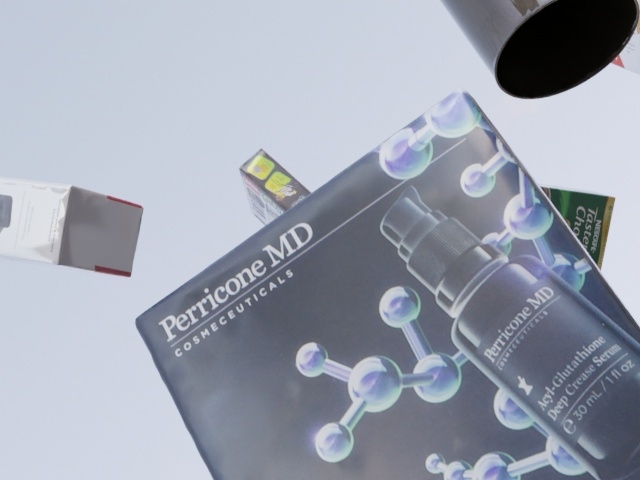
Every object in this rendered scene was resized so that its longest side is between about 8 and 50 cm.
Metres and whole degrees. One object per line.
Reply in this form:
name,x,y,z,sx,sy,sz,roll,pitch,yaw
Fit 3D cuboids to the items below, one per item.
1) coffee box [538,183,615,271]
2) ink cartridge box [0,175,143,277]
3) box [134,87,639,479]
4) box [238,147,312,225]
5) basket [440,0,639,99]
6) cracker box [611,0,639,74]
coffee box,0.317,-0.017,1.803,0.184,0.040,0.113,7,-84,-41
ink cartridge box,-0.232,-0.015,1.048,0.109,0.150,0.063,16,-97,-67
box,0.108,0.151,0.938,0.293,0.395,0.212,-36,-27,8
box,0.000,0.000,1.450,0.036,0.207,0.114,-42,-21,-14
basket,0.213,-0.290,1.516,0.204,0.227,0.154,-10,-39,-35
cracker box,0.454,-0.329,1.759,0.067,0.156,0.232,-7,-67,-24
